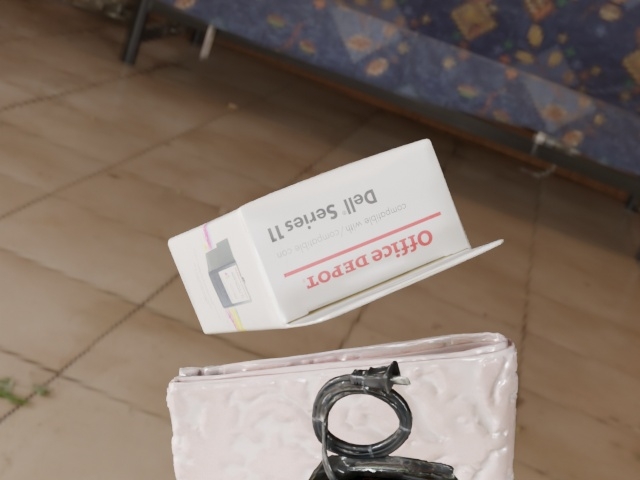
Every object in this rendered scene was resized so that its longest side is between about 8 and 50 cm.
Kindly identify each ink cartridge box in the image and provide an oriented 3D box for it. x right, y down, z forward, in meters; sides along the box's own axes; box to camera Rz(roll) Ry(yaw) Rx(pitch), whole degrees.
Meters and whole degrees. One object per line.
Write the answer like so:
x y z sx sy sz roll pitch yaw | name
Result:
0.000 0.000 1.103 0.207 0.119 0.353 -22 3 -22 | ink cartridge box

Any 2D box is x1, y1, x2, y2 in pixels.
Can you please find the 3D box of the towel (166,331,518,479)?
0.027 0.252 1.066 0.316 0.332 0.053 -4 22 -5 | towel

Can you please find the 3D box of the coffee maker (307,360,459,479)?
0.000 0.171 0.447 0.171 0.120 0.178 62 26 -9 | coffee maker
